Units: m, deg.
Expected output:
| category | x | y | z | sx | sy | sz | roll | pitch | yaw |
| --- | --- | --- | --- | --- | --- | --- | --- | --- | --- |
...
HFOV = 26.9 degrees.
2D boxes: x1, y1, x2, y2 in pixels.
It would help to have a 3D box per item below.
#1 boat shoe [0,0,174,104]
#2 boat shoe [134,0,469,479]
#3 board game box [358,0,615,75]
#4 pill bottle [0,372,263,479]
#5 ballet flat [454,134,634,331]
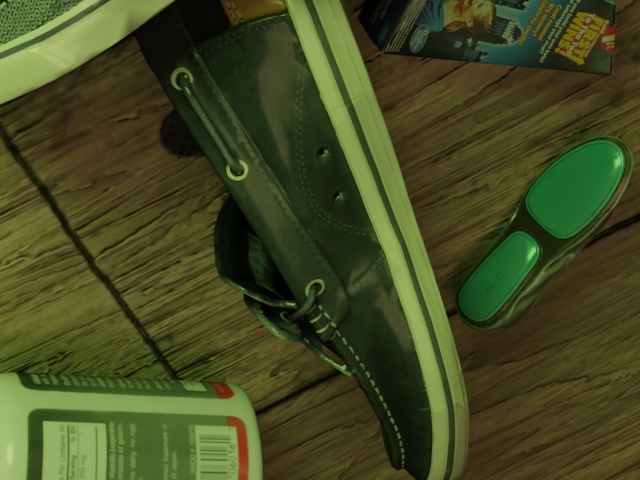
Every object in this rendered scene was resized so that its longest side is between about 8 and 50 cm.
| category | x | y | z | sx | sy | sz | roll | pitch | yaw |
| --- | --- | --- | --- | --- | --- | --- | --- | --- | --- |
| boat shoe | -0.131 | -0.214 | 0.794 | 0.340 | 0.127 | 0.158 | -29 | 113 | 13 |
| boat shoe | 0.000 | 0.000 | 1.030 | 0.156 | 0.187 | 0.500 | -20 | 124 | 3 |
| board game box | 0.160 | -0.206 | 1.004 | 0.194 | 0.060 | 0.194 | 15 | 118 | -29 |
| pill bottle | -0.204 | 0.191 | 1.106 | 0.283 | 0.161 | 0.161 | 5 | 123 | -21 |
| ballet flat | 0.199 | -0.006 | 1.169 | 0.213 | 0.072 | 0.068 | -51 | 152 | 20 |
